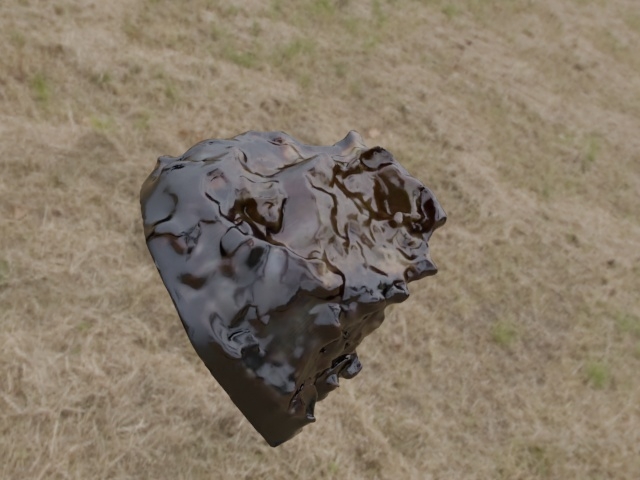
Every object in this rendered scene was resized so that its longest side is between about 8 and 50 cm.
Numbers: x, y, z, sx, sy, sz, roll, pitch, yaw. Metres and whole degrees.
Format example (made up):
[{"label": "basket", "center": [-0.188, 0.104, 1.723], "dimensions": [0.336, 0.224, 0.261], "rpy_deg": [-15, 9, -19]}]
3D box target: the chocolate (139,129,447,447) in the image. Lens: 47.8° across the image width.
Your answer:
[{"label": "chocolate", "center": [0.000, 0.000, 0.513], "dimensions": [0.224, 0.177, 0.206], "rpy_deg": [62, 5, 11]}]
